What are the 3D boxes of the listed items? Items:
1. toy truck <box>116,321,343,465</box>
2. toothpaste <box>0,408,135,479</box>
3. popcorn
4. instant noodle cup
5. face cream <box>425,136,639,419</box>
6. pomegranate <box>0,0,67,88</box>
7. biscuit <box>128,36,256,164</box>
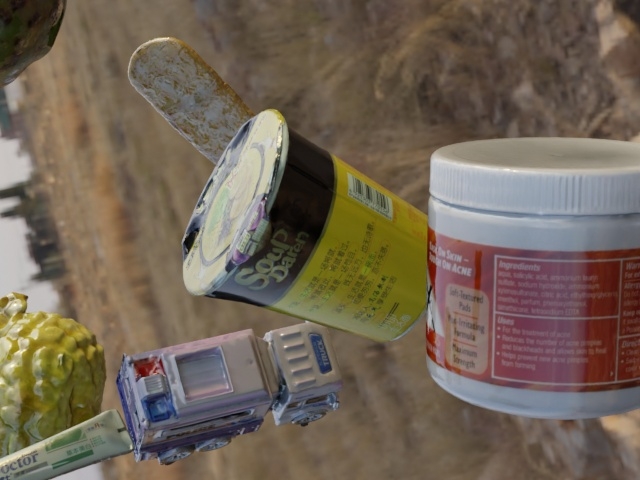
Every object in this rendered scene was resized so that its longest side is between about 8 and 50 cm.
[{"bbox_3d":[-0.104,0.174,1.430,0.155,0.267,0.124,116,138,-63],"label":"toy truck"},{"bbox_3d":[-0.325,0.257,1.356,0.064,0.218,0.041,56,155,32],"label":"toothpaste"},{"bbox_3d":[-0.427,0.205,1.691,0.237,0.205,0.252,-40,65,30],"label":"popcorn"},{"bbox_3d":[0.000,0.000,1.248,0.215,0.236,0.216,-49,28,37],"label":"instant noodle cup"},{"bbox_3d":[0.184,0.023,0.925,0.201,0.201,0.187,-139,47,-72],"label":"face cream"},{"bbox_3d":[-0.398,-0.299,1.234,0.242,0.242,0.306,-116,5,-48],"label":"pomegranate"},{"bbox_3d":[-0.176,-0.195,1.711,0.247,0.118,0.029,45,-141,-25],"label":"biscuit"}]
